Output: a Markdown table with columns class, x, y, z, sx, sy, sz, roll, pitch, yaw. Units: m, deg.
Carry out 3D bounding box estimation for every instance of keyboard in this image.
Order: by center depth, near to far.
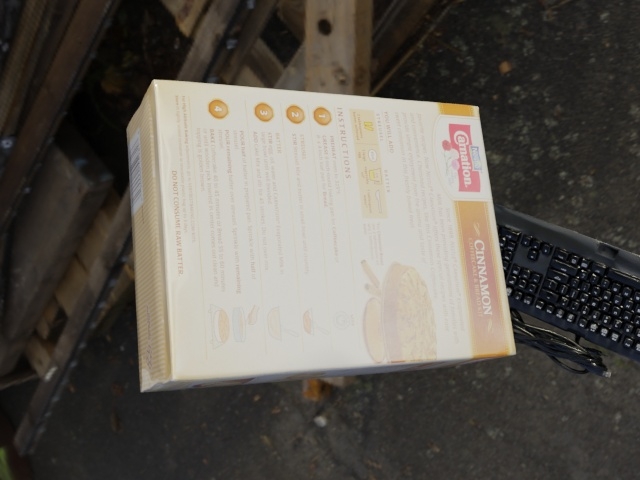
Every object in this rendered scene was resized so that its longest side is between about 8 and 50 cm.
| class | x | y | z | sx | sy | sz | roll | pitch | yaw |
| --- | --- | --- | --- | --- | --- | --- | --- | --- | --- |
| keyboard | 0.184 | 0.050 | 0.567 | 0.192 | 0.038 | 0.100 | 24 | 114 | 29 |

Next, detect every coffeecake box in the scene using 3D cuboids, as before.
| class | x | y | z | sx | sy | sz | roll | pitch | yaw |
| --- | --- | --- | --- | --- | --- | --- | --- | --- | --- |
| coffeecake box | 0.000 | 0.000 | 0.427 | 0.068 | 0.186 | 0.142 | 149 | 118 | -62 |
